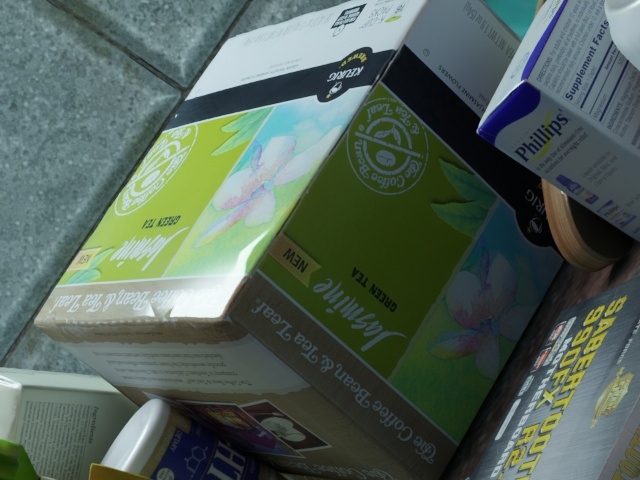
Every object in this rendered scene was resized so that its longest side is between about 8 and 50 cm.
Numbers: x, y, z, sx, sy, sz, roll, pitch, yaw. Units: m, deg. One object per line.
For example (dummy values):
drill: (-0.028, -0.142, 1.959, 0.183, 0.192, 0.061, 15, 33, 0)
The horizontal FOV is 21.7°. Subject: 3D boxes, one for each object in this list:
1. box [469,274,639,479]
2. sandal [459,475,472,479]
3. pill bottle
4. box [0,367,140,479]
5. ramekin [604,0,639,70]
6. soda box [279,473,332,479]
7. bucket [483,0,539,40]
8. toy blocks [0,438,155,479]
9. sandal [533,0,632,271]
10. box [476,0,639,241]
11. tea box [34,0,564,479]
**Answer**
box: (0.131, 0.123, 0.841, 0.231, 0.056, 0.183, -59, 7, -20)
sandal: (0.086, 0.177, 1.016, 0.179, 0.040, 0.067, -30, 28, 41)
pill bottle: (-0.081, 0.216, 1.299, 0.112, 0.187, 0.112, -53, 12, 17)
box: (-0.187, 0.175, 1.443, 0.094, 0.275, 0.113, 11, 89, 42)
ramekin: (0.278, -0.181, 0.964, 0.273, 0.127, 0.273, -54, 7, 9)
soda box: (-0.001, 0.185, 1.450, 0.181, 0.061, 0.058, -47, 11, 53)
bucket: (0.204, -0.348, 1.825, 0.281, 0.183, 0.281, -160, 90, -79)
toy blocks: (-0.230, 0.293, 1.132, 0.191, 0.381, 0.261, 81, -155, -56)
sandal: (0.164, -0.080, 1.176, 0.079, 0.088, 0.240, -34, 46, 46)
box: (0.193, -0.092, 1.089, 0.126, 0.137, 0.072, -60, 7, -33)
tea box: (0.000, 0.000, 1.312, 0.329, 0.220, 0.323, -7, 47, 57)
